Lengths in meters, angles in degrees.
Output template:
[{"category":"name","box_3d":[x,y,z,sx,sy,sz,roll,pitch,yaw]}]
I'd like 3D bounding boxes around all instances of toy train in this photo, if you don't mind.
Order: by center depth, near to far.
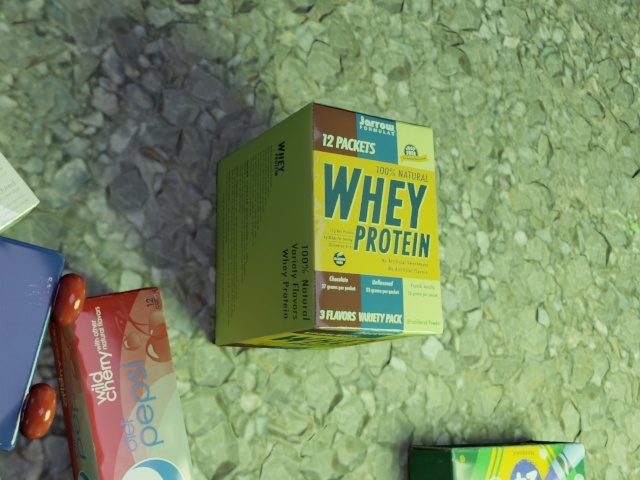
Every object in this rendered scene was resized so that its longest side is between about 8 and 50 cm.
[{"category":"toy train","box_3d":[-0.274,0.126,0.633,0.105,0.143,0.247,18,76,-26]}]

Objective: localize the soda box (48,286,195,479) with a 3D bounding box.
[{"category":"soda box","box_3d":[-0.170,0.178,0.707,0.084,0.092,0.263,-9,84,-32]}]

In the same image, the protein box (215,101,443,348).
[{"category":"protein box","box_3d":[0.000,0.000,0.786,0.136,0.201,0.199,6,76,-30]}]

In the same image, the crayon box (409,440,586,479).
[{"category":"crayon box","box_3d":[0.209,0.392,0.899,0.203,0.083,0.322,6,77,-30]}]

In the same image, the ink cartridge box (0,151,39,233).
[{"category":"ink cartridge box","box_3d":[-0.347,-0.073,0.669,0.115,0.067,0.198,-43,102,-31]}]
